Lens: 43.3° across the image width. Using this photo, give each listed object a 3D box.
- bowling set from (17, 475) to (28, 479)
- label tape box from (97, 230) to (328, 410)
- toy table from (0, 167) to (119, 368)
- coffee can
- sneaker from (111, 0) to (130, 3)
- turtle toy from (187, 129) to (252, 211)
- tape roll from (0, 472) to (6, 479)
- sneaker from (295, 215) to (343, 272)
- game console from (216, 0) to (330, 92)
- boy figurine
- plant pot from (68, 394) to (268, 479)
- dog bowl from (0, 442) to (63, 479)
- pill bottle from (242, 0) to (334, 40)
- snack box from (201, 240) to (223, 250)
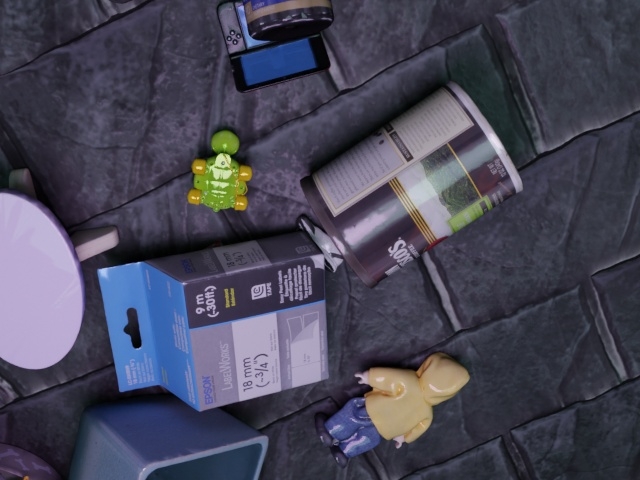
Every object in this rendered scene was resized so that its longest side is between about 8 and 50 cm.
[{"bbox_3d":[-0.512,0.544,1.304,0.154,0.200,0.287,23,103,-13],"label":"bowling set"},{"bbox_3d":[-0.160,0.137,1.274,0.333,0.106,0.241,-11,118,-17],"label":"label tape box"},{"bbox_3d":[-0.445,0.036,1.231,0.252,0.161,0.274,3,111,-7],"label":"toy table"},{"bbox_3d":[0.136,-0.084,1.226,0.275,0.201,0.201,-34,111,7],"label":"coffee can"},{"bbox_3d":[-0.247,-0.458,1.074,0.109,0.130,0.286,14,111,-14],"label":"sneaker"},{"bbox_3d":[-0.154,-0.107,1.257,0.095,0.066,0.130,8,110,-9],"label":"turtle toy"},{"bbox_3d":[-0.576,0.455,1.249,0.219,0.219,0.072,-41,152,10],"label":"tape roll"},{"bbox_3d":[0.000,0.000,1.338,0.044,0.040,0.109,-43,106,-24],"label":"sneaker"},{"bbox_3d":[-0.070,-0.299,1.180,0.144,0.085,0.124,-15,113,-1],"label":"game console"},{"bbox_3d":[0.127,0.286,1.433,0.285,0.092,0.177,-33,111,6],"label":"boy figurine"},{"bbox_3d":[-0.278,0.382,1.321,0.247,0.252,0.248,0,112,-46],"label":"plant pot"},{"bbox_3d":[-0.603,0.513,1.435,0.348,0.102,0.349,-2,112,-5],"label":"dog bowl"},{"bbox_3d":[-0.058,-0.395,1.105,0.122,0.123,0.219,-11,94,-2],"label":"pill bottle"},{"bbox_3d":[-0.175,0.084,1.346,0.100,0.037,0.141,-28,113,4],"label":"snack box"}]
